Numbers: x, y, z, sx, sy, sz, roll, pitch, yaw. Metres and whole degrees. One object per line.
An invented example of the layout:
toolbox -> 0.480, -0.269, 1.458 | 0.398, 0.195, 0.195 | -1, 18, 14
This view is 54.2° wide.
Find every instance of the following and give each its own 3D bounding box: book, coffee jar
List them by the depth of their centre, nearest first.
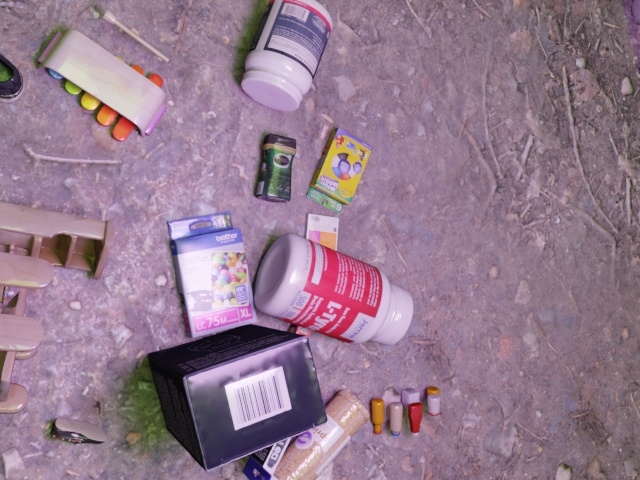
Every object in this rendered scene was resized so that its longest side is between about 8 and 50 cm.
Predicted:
coffee jar -> -0.122, -0.201, 1.745 | 0.096, 0.079, 0.185 | 10, 84, -23
book -> 0.000, 0.000, 1.820 | 0.096, 0.035, 0.144 | 8, 84, -22

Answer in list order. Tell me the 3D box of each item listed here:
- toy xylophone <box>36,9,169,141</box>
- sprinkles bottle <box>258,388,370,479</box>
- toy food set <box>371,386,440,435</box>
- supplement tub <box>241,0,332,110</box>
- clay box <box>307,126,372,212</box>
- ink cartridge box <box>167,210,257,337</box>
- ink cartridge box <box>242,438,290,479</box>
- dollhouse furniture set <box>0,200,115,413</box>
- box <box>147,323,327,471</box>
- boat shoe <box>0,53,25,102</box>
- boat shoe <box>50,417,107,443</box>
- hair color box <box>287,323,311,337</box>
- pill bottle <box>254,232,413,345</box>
toy xylophone -> -0.518, -0.415, 1.564 | 0.322, 0.081, 0.236 | 42, 71, -18
sprinkles bottle -> -0.018, 0.579, 1.734 | 0.355, 0.121, 0.121 | -43, 105, -22
toy food set -> 0.271, 0.521, 1.885 | 0.232, 0.111, 0.105 | -6, 102, -27
supplement tub -> -0.092, -0.515, 1.713 | 0.191, 0.191, 0.273 | 25, 78, -23
clay box -> 0.056, -0.204, 1.845 | 0.127, 0.053, 0.222 | 26, 76, -22
ink cartridge box -> -0.287, 0.086, 1.664 | 0.185, 0.065, 0.312 | -11, 91, -26
ink cartridge box -> -0.144, 0.527, 1.628 | 0.045, 0.206, 0.208 | 31, 75, -17
dollhouse furniture set -> -0.610, 0.140, 1.354 | 0.256, 0.362, 0.395 | 11, 53, -23
box -> -0.213, 0.349, 1.498 | 0.293, 0.395, 0.212 | -15, 94, -25
boat shoe -> -0.832, -0.432, 1.396 | 0.340, 0.113, 0.127 | 36, 74, -20
boat shoe -> -0.583, 0.467, 1.512 | 0.133, 0.049, 0.042 | 26, 105, -29
hair color box -> -0.080, 0.304, 1.744 | 0.043, 0.072, 0.141 | 29, 75, -22
pill bottle -> 0.043, 0.150, 1.722 | 0.407, 0.229, 0.229 | 22, 78, -24
